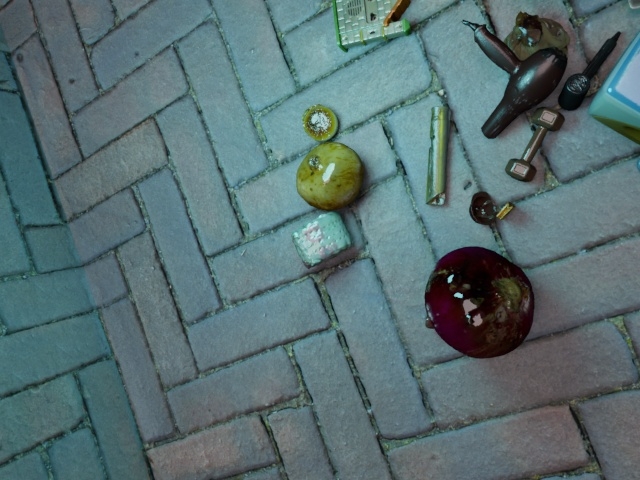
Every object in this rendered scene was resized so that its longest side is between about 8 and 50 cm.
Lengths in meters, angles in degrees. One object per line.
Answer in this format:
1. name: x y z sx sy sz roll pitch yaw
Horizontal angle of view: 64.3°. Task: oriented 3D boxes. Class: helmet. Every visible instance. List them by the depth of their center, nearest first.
1. helmet: 0.519 -0.099 1.663 0.089 0.057 0.111 -6 81 -12

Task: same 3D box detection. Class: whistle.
1. whistle: 0.392 -0.280 1.701 0.068 0.057 0.327 4 96 22

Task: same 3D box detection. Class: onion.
1. onion: 0.457 0.208 1.604 0.348 0.347 0.385 61 146 8

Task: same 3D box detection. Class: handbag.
1. handbag: 0.587 -0.093 1.619 0.027 0.083 0.061 45 111 15

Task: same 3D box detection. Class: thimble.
1. thimble: 0.000 0.000 1.807 0.185 0.211 0.149 -33 82 52

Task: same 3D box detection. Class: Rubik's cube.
1. Rubik's cube: 0.946 -0.411 1.301 0.347 0.352 0.352 36 109 17

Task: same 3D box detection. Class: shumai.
1. shumai: 0.647 -0.595 1.539 0.201 0.120 0.201 0 91 22

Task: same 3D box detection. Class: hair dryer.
1. hair dryer: 0.797 -0.512 1.489 0.070 0.128 0.255 36 96 17
2. hair dryer: 0.520 -0.513 1.533 0.340 0.123 0.312 43 133 0

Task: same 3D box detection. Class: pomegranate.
1. pomegranate: 0.031 -0.222 1.764 0.248 0.248 0.248 2 95 23

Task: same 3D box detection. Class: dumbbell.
1. dumbbell: 0.660 -0.294 1.575 0.092 0.082 0.231 30 105 19

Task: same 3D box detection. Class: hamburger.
1. hamburger: -0.002 -0.426 1.842 0.126 0.081 0.141 -44 79 20

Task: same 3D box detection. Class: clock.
1. clock: 0.177 -0.786 1.735 0.255 0.106 0.220 -5 93 18

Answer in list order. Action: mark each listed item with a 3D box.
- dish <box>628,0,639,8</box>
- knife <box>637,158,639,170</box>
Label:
1. dish: 0.980 -0.735 1.399 0.234 0.064 0.154 -2 94 36
2. knife: 0.983 -0.130 1.486 0.058 0.032 0.244 -19 91 20
